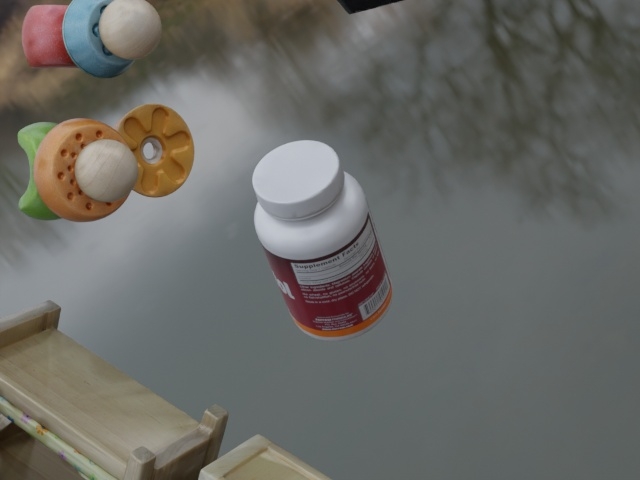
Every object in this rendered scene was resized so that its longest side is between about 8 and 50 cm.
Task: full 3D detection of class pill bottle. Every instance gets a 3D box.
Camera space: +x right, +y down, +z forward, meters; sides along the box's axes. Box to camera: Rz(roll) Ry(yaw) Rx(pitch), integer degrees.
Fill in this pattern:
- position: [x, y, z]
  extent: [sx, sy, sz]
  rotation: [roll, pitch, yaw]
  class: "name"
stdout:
- position: [0.000, 0.000, 0.902]
  extent: [0.086, 0.152, 0.086]
  rotation: [-10, 46, 10]
  class: "pill bottle"

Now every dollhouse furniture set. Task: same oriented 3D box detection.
- position: [-0.111, 0.129, 0.485]
  extent: [0.161, 0.182, 0.101]
  rotation: [-24, -44, -53]
  class: "dollhouse furniture set"

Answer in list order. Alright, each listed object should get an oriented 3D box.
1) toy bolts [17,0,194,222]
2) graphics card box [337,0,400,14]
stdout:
- position: [-0.192, -0.137, 1.203]
  extent: [0.218, 0.228, 0.158]
  rotation: [-7, 6, -39]
  class: "toy bolts"
- position: [0.015, -0.282, 0.629]
  extent: [0.233, 0.371, 0.094]
  rotation: [-7, 59, 35]
  class: "graphics card box"
